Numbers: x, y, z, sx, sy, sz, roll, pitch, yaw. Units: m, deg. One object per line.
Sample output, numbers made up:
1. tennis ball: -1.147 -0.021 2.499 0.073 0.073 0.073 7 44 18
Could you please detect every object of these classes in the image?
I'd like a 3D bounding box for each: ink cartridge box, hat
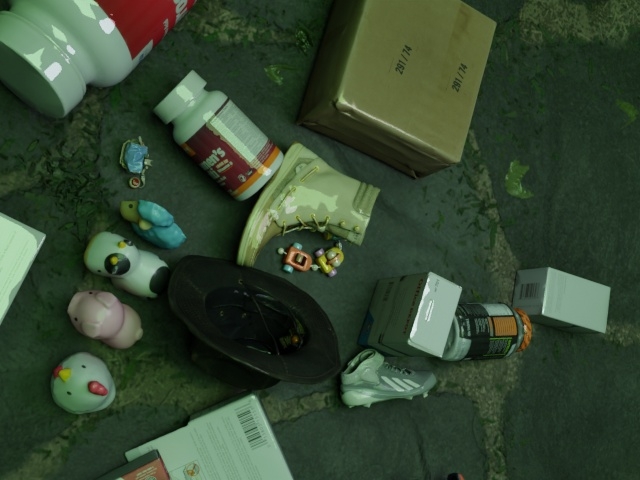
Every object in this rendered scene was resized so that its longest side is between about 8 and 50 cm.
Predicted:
1. ink cartridge box: 0.163 0.142 1.540 0.082 0.190 0.140 27 73 -22
2. hat: -0.131 0.166 1.401 0.331 0.331 0.134 24 117 -23
3. ink cartridge box: -0.168 0.427 1.414 0.238 0.060 0.275 -23 95 -2
4. ink cartridge box: -0.283 0.448 1.329 0.127 0.072 0.175 -25 95 -15

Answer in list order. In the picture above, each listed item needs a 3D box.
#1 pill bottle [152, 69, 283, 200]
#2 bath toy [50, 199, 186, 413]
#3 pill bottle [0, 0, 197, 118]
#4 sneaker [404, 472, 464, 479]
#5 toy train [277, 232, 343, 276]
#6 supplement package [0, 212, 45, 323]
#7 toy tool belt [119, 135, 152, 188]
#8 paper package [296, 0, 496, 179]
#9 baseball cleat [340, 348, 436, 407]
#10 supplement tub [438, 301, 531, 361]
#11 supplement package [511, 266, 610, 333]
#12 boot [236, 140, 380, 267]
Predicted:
1. pill bottle: -0.179 -0.184 1.444 0.221 0.121 0.121 44 67 -16
2. bath toy: -0.334 0.109 1.326 0.151 0.129 0.348 26 73 -22
3. pill bottle: -0.346 -0.399 1.325 0.229 0.229 0.408 43 68 -16
4. sneaker: 0.143 0.533 1.532 0.350 0.131 0.148 -12 76 -28
5. toy train: 0.000 0.000 1.556 0.125 0.046 0.166 32 71 -20
6. supplement package: -0.579 0.010 1.185 0.293 0.175 0.178 30 73 -21
7. toy tool belt: -0.314 -0.133 1.408 0.052 0.051 0.083 2 83 -27
8. paper package: 0.153 -0.326 1.607 0.309 0.168 0.325 23 73 -25
9. baseball cleat: 0.133 0.255 1.571 0.205 0.072 0.110 -10 103 -28
10. supplement tub: 0.322 0.182 1.659 0.190 0.117 0.117 2 83 -27
11. supplement package: 0.516 0.131 1.772 0.179 0.105 0.105 16 76 -24
12. boot: -0.020 -0.031 1.496 0.203 0.095 0.262 28 65 -1
